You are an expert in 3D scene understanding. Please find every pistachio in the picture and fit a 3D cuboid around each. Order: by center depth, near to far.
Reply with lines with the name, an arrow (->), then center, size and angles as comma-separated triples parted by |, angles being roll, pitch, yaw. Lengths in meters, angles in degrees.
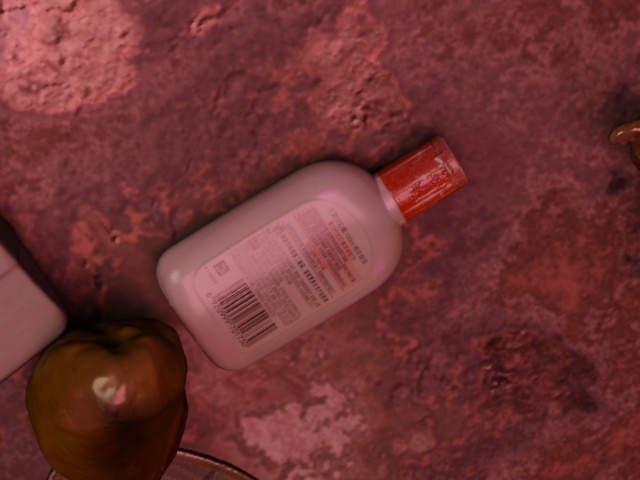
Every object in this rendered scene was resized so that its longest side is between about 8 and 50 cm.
pistachio -> -0.146, 0.109, 1.046 | 0.110, 0.100, 0.189 | 4, 154, -2

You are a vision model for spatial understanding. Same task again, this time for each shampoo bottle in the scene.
shampoo bottle -> 0.000, 0.000, 1.066 | 0.221, 0.051, 0.108 | -32, 113, 3

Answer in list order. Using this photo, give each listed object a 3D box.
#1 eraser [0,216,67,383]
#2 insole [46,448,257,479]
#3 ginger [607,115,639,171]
eraser -> -0.301, -0.052, 0.983 | 0.089, 0.061, 0.352 | -37, 114, 5
insole -> -0.051, 0.245, 1.179 | 0.348, 0.009, 0.119 | 30, 103, -20
ginger -> 0.315, -0.028, 1.080 | 0.270, 0.123, 0.219 | 17, 105, -7
